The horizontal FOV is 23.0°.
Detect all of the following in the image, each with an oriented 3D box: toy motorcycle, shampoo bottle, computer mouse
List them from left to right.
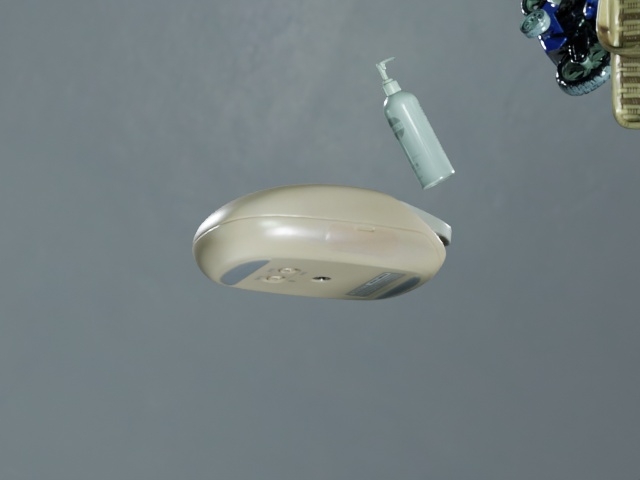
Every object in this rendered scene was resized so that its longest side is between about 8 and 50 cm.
[{"bbox_3d":[0.000,0.000,1.437,0.236,0.082,0.145,5,-21,-26],"label":"computer mouse"},{"bbox_3d":[0.128,-0.171,2.279,0.195,0.056,0.056,62,10,4],"label":"shampoo bottle"},{"bbox_3d":[0.364,-0.302,2.109,0.113,0.169,0.315,45,18,-30],"label":"toy motorcycle"}]

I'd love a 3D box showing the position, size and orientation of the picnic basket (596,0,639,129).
[{"bbox_3d":[0.380,-0.239,1.377,0.175,0.312,0.228,-5,7,-39],"label":"picnic basket"}]
